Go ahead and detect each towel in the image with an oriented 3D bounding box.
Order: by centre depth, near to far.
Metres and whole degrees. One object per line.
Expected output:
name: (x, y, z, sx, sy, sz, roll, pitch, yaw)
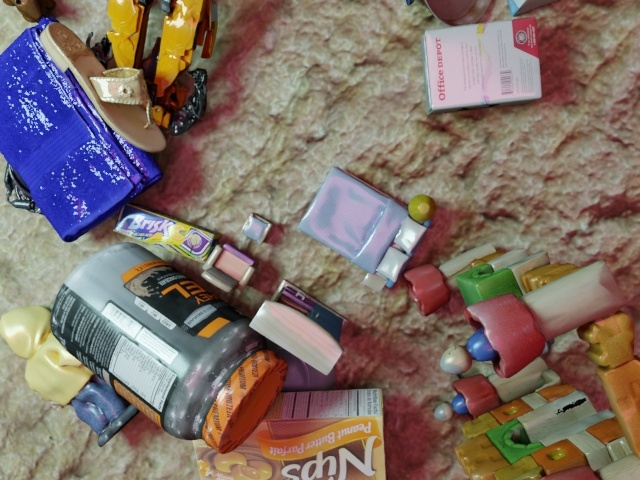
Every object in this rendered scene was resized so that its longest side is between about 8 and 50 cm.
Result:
towel: (-0.424, -0.169, 0.952, 0.228, 0.076, 0.308, -32, 94, 18)

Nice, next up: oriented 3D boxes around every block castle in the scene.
block castle: (0.252, 0.179, 0.815, 0.213, 0.453, 0.302, -25, 94, -1)

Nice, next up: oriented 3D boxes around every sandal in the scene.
sandal: (-0.306, -0.240, 0.892, 0.079, 0.088, 0.240, -32, 112, 29)

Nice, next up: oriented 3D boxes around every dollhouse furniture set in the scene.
dollhouse furniture set: (0.000, 0.000, 0.939, 0.286, 0.198, 0.303, 32, 96, 1)

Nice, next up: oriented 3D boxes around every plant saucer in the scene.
plant saucer: (0.210, -0.424, 0.935, 0.169, 0.029, 0.168, -8, 106, -31)
plant saucer: (-0.071, 0.239, 1.045, 0.195, 0.037, 0.194, 0, 95, 5)

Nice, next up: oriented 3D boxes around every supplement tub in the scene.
supplement tub: (-0.232, 0.165, 0.924, 0.338, 0.207, 0.207, 31, 97, 18)

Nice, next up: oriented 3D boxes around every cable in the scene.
cable: (-0.474, -0.133, 1.035, 0.151, 0.047, 0.184, 17, 94, 4)

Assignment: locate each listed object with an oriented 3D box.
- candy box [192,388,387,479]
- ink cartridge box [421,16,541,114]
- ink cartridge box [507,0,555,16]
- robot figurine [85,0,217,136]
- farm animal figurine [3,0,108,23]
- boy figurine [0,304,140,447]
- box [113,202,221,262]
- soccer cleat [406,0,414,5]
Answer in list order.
candy box: (-0.047, 0.356, 1.008, 0.317, 0.087, 0.182, -4, 112, 4)
ink cartridge box: (0.256, -0.280, 0.958, 0.175, 0.072, 0.127, -5, 95, 5)
ink cartridge box: (0.332, -0.448, 0.929, 0.090, 0.092, 0.143, -19, 93, 6)
robot figurine: (-0.261, -0.311, 0.945, 0.211, 0.085, 0.291, 23, 124, -1)
farm animal figurine: (-0.412, -0.514, 0.935, 0.330, 0.172, 0.326, -23, 93, 6)
boy figurine: (-0.450, 0.234, 1.043, 0.285, 0.092, 0.177, 44, 122, 3)
box: (-0.264, -0.015, 1.025, 0.169, 0.059, 0.054, 19, 93, 2)
soccer cleat: (0.034, -0.460, 0.949, 0.289, 0.093, 0.121, 16, 98, 2)
